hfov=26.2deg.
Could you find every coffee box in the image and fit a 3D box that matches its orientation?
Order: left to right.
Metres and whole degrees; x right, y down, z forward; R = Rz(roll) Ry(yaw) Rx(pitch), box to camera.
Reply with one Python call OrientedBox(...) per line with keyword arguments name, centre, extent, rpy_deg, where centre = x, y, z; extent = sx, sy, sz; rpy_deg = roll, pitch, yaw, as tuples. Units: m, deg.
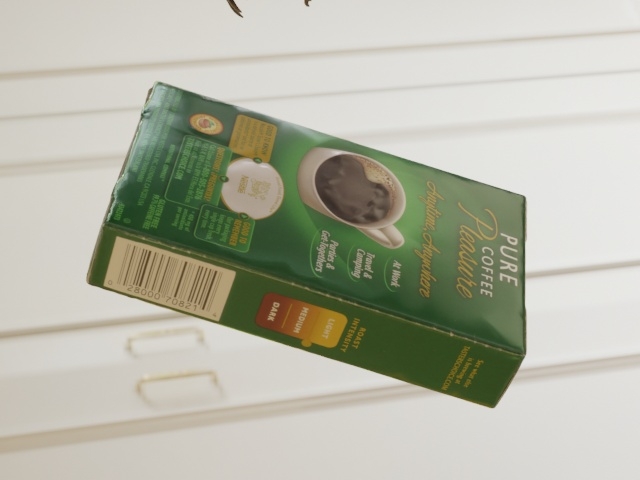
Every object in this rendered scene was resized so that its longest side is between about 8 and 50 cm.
OrientedBox(name="coffee box", centre=(0.000, 0.000, 0.603), extent=(0.113, 0.184, 0.040), rpy_deg=(-82, 10, -51))

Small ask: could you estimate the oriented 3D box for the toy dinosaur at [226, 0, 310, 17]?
OrientedBox(name="toy dinosaur", centre=(-0.043, -0.137, 0.671), extent=(0.090, 0.082, 0.047), rpy_deg=(-100, 19, -70))
